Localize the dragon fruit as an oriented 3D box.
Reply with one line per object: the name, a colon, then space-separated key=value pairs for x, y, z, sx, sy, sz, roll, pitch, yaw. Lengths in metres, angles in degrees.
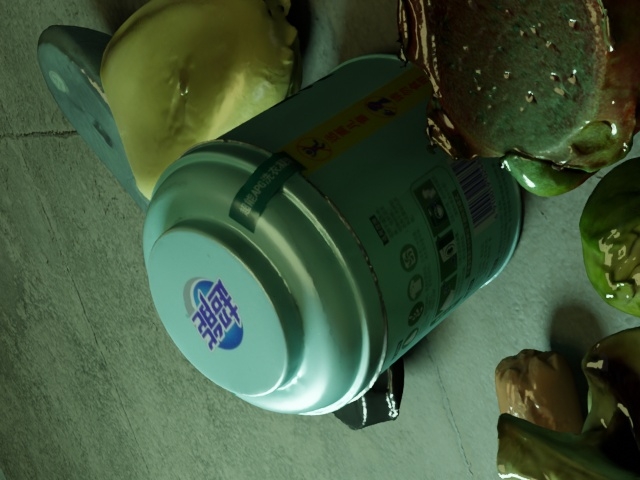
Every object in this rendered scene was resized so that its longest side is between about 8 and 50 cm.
dragon fruit: x=0.180 y=-0.182 z=0.976 sx=0.268 sy=0.130 sz=0.295 roll=29 pitch=136 yaw=41

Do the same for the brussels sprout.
brussels sprout: x=0.297 y=0.004 z=0.951 sx=0.183 sy=0.145 sz=0.131 roll=16 pitch=111 yaw=1

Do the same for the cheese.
cheese: x=-0.132 y=-0.186 z=1.387 sx=0.316 sy=0.128 sz=0.259 roll=-26 pitch=83 yaw=42

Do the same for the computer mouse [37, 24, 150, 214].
computer mouse: x=-0.238 y=-0.149 z=1.605 sx=0.371 sy=0.122 sz=0.188 roll=54 pitch=158 yaw=5

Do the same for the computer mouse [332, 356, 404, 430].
computer mouse: x=0.028 y=0.131 z=1.487 sx=0.295 sy=0.087 sz=0.168 roll=20 pitch=127 yaw=63

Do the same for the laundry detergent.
laundry detergent: x=0.000 y=0.000 z=1.171 sx=0.287 sy=0.305 sz=0.287 roll=25 pitch=132 yaw=31

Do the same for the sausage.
sausage: x=0.247 y=0.245 z=1.256 sx=0.086 sy=0.086 sz=0.289 roll=12 pitch=125 yaw=51

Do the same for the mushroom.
mushroom: x=0.333 y=0.202 z=1.080 sx=0.292 sy=0.212 sz=0.217 roll=-6 pitch=154 yaw=44
